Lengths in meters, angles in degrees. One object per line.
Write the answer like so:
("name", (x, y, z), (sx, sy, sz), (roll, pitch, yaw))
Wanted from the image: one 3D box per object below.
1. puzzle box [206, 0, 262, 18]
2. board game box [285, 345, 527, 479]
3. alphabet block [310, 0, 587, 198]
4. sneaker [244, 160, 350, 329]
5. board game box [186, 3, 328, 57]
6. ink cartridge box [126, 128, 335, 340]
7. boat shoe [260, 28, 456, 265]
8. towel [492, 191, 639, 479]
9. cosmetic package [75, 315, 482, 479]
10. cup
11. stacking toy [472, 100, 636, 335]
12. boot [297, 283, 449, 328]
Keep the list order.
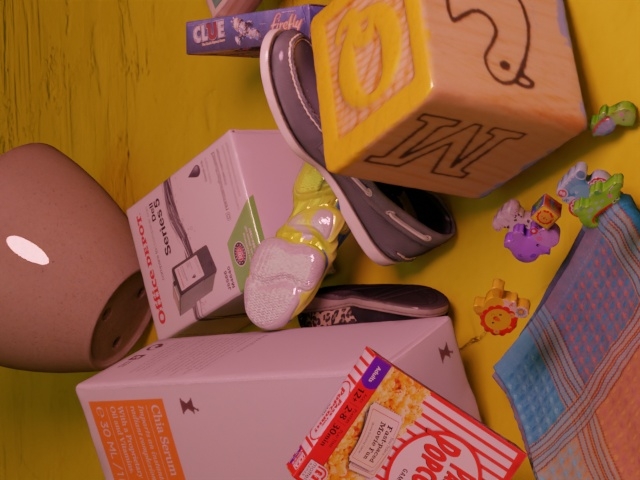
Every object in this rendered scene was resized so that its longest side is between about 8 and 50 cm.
("puzzle box", (-0.048, -0.495, 1.853), (0.409, 0.052, 0.272), (-46, 53, 37))
("board game box", (0.086, 0.219, 1.532), (0.147, 0.193, 0.045), (-56, 14, 1))
("alphabet block", (0.126, -0.171, 1.570), (0.193, 0.197, 0.192), (-38, 53, 48))
("sneaker", (0.000, 0.000, 1.819), (0.091, 0.126, 0.240), (31, 98, 25))
("board game box", (-0.024, -0.244, 1.808), (0.243, 0.165, 0.042), (3, 95, 51))
("ink cartridge box", (-0.122, 0.000, 1.986), (0.273, 0.115, 0.198), (-32, 68, 48))
("boat shoe", (0.046, -0.108, 1.683), (0.099, 0.116, 0.319), (-11, 124, 35))
("towel", (0.277, 0.157, 1.453), (0.370, 0.040, 0.271), (-105, 34, -50))
("cosmetic package", (-0.046, 0.232, 1.754), (0.453, 0.161, 0.230), (-8, 103, 38))
("cup", (-0.370, 0.058, 2.186), (0.237, 0.331, 0.331), (27, 116, 19))
("stacking toy", (0.238, -0.024, 1.515), (0.221, 0.052, 0.167), (-49, 12, 35))
("boot", (0.066, 0.143, 1.795), (0.236, 0.085, 0.178), (0, 99, 48))
